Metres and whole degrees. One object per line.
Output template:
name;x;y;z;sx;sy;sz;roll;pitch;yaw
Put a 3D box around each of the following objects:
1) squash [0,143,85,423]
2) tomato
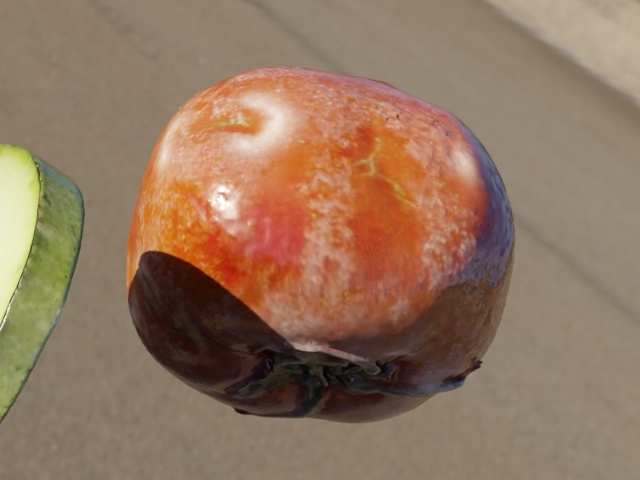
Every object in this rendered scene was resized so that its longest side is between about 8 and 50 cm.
squash;-0.189;0.053;0.871;0.041;0.219;0.219;33;11;-31
tomato;-0.001;0.002;1.051;0.232;0.232;0.189;17;61;-22
